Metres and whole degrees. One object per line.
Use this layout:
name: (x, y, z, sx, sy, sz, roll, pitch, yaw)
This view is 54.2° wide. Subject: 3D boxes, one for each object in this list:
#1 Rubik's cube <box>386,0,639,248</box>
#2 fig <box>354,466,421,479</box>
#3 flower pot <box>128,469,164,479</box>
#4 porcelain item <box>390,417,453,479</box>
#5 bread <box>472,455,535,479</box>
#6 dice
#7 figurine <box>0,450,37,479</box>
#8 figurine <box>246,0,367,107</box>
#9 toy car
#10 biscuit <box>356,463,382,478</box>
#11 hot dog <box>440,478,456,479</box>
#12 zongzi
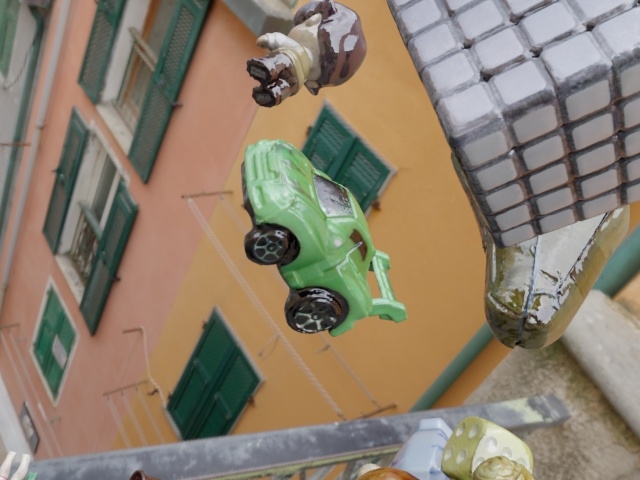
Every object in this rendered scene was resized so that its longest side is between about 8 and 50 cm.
Rubik's cube: (0.231, -0.167, 0.633, 0.237, 0.238, 0.237, 42, 30, -53)
fig: (0.057, 0.369, 0.734, 0.175, 0.207, 0.175, 41, 24, -23)
flower pot: (-0.360, 0.551, 1.331, 0.089, 0.111, 0.111, 22, 32, -29)
porcelain item: (0.326, 0.712, 1.853, 0.243, 0.178, 0.405, 51, 26, -6)
bread: (0.368, 0.531, 1.147, 0.129, 0.152, 0.268, -22, 71, 0)
dice: (0.425, 0.566, 1.602, 0.169, 0.169, 0.166, 34, 72, -5)
figurine: (-0.556, 0.462, 1.091, 0.083, 0.083, 0.187, 18, 36, -18)
figurine: (-0.048, -0.440, 1.507, 0.365, 0.218, 0.206, -35, 29, -30)
toy car: (0.000, 0.000, 0.995, 0.213, 0.176, 0.359, -100, 167, -49)
biscuit: (0.097, 0.528, 1.204, 0.061, 0.055, 0.219, 15, 28, -4)
hot dog: (0.265, 0.632, 1.466, 0.226, 0.160, 0.099, 4, 49, -33)
zongzi: (0.350, 0.005, 1.230, 0.392, 0.174, 0.356, 26, 65, 28)
